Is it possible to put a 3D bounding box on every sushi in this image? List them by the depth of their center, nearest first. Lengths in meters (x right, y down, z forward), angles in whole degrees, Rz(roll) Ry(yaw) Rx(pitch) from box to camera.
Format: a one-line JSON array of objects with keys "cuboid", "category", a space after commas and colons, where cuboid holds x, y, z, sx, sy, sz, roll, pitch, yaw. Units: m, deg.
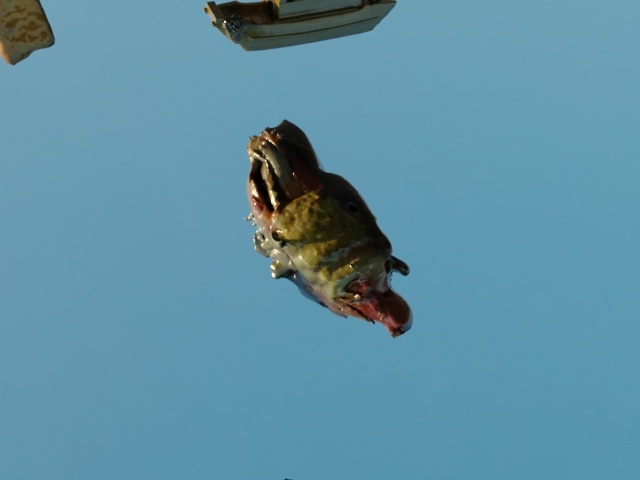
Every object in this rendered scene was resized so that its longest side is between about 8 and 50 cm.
[{"cuboid": [-0.002, 0.002, 1.691, 0.097, 0.103, 0.226, -35, -98, -27], "category": "sushi"}]

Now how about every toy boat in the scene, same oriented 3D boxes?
[{"cuboid": [-0.021, -0.244, 1.924, 0.201, 0.077, 0.057, -12, -143, -16], "category": "toy boat"}]

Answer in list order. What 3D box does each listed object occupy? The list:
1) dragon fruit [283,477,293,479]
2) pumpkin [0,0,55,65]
[{"cuboid": [-0.043, 0.295, 1.836, 0.126, 0.068, 0.112, -21, -94, -51], "category": "dragon fruit"}, {"cuboid": [-0.380, -0.253, 1.558, 0.290, 0.258, 0.095, 21, -102, 33], "category": "pumpkin"}]
